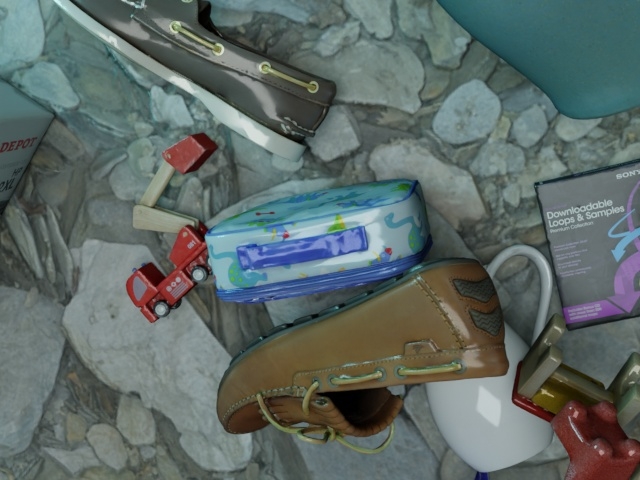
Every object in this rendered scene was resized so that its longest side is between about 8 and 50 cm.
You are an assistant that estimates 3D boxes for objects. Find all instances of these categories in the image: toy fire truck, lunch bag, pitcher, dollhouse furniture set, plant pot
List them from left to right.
[{"bbox_3d":[-0.164,-0.013,1.048,0.192,0.047,0.135,-42,90,15],"label":"toy fire truck"},{"bbox_3d":[0.000,0.000,0.953,0.219,0.176,0.090,-11,98,11],"label":"lunch bag"},{"bbox_3d":[0.186,0.120,0.978,0.177,0.125,0.207,-22,84,-2],"label":"pitcher"},{"bbox_3d":[0.202,-0.245,0.725,0.271,0.272,0.255,-32,110,14],"label":"plant pot"},{"bbox_3d":[0.334,0.251,0.836,0.374,0.201,0.152,26,121,3],"label":"dollhouse furniture set"}]

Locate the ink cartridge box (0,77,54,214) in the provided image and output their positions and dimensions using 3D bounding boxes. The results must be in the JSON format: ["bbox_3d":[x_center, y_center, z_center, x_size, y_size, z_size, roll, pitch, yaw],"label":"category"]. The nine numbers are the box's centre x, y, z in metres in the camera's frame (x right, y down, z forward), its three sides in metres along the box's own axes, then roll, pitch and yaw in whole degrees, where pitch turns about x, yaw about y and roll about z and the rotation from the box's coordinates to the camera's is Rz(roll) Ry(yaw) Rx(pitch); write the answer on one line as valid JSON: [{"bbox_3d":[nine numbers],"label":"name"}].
[{"bbox_3d":[-0.450,-0.035,1.006,0.129,0.223,0.307,33,104,3],"label":"ink cartridge box"}]

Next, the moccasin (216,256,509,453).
[{"bbox_3d":[0.030,0.143,0.939,0.380,0.139,0.147,-26,72,36],"label":"moccasin"}]

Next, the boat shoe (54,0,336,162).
[{"bbox_3d":[-0.136,-0.207,0.976,0.324,0.116,0.097,33,100,-1],"label":"boat shoe"}]

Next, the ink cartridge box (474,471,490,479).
[{"bbox_3d":[0.140,0.344,0.975,0.045,0.206,0.208,11,101,5],"label":"ink cartridge box"}]

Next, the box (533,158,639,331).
[{"bbox_3d":[0.298,0.005,0.974,0.116,0.029,0.162,-14,96,12],"label":"box"}]
